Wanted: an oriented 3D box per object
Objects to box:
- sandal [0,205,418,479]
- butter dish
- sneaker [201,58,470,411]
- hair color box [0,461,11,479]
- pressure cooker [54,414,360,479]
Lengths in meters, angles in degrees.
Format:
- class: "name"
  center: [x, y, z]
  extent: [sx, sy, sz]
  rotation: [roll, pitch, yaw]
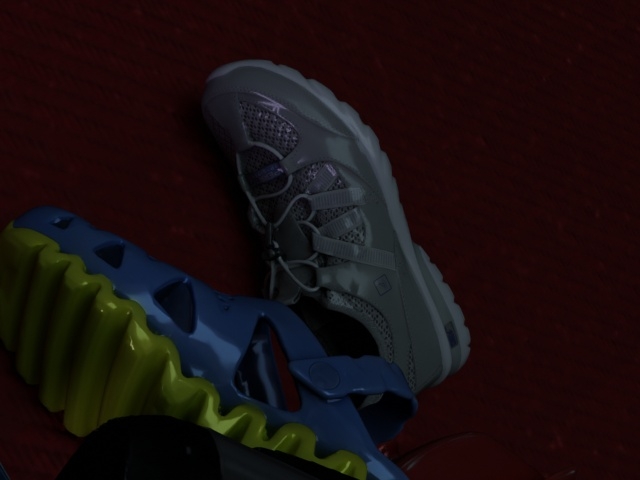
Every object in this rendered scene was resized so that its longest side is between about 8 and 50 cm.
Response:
- class: "sandal"
  center: [-0.063, 0.082, 0.860]
  extent: [0.317, 0.126, 0.138]
  rotation: [37, 45, -1]
- class: "butter dish"
  center: [0.068, 0.186, 0.940]
  extent: [0.160, 0.160, 0.118]
  rotation: [-18, 59, -40]
- class: "sneaker"
  center: [0.000, 0.000, 0.973]
  extent: [0.115, 0.105, 0.281]
  rotation: [-39, 97, -40]
- class: "hair color box"
  center: [-0.324, 0.177, 0.610]
  extent: [0.347, 0.174, 0.105]
  rotation: [-35, 94, -40]
- class: "pressure cooker"
  center: [0.010, 0.321, 0.652]
  extent: [0.420, 0.370, 0.375]
  rotation: [27, 89, -12]
